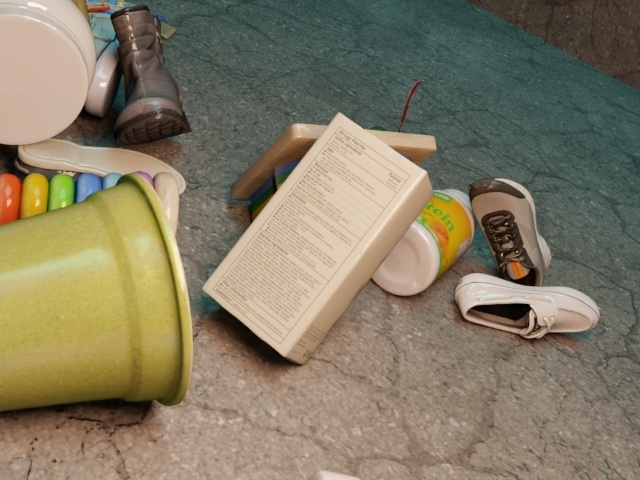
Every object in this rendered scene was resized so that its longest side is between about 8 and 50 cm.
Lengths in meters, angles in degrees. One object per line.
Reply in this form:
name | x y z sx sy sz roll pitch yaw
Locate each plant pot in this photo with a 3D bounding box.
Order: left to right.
plant pot | -0.309 0.078 0.968 0.253 0.276 0.276 -10 44 -26

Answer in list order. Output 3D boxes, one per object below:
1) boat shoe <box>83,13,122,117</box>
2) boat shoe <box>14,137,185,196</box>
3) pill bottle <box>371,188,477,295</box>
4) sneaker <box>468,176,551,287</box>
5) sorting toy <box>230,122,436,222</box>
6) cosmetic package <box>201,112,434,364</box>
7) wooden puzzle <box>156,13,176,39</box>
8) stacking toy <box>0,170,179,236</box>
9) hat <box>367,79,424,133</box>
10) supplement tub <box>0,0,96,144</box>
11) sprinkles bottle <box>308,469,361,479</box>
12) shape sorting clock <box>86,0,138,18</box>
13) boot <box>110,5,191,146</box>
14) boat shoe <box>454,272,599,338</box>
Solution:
boat shoe | -0.438 -0.344 1.604 0.156 0.136 0.367 16 30 -14
boat shoe | -0.338 -0.090 1.340 0.254 0.079 0.095 8 36 -20
pill bottle | 0.184 -0.009 1.509 0.136 0.136 0.245 34 33 16
sneaker | 0.338 -0.004 1.537 0.271 0.100 0.108 55 34 -34
sorting toy | 0.021 -0.087 1.422 0.257 0.255 0.089 1 71 -28
cosmetic package | 0.000 0.000 1.208 0.160 0.309 0.113 38 -4 20
wooden puzzle | -0.369 -0.479 1.969 0.078 0.014 0.116 30 32 3
stacking toy | -0.370 -0.046 1.212 0.330 0.141 0.141 7 35 -18
hat | 0.126 -0.205 1.720 0.172 0.184 0.208 9 34 -22
supplement tub | -0.473 -0.318 1.339 0.241 0.241 0.331 7 34 -25
sprinkles bottle | 0.148 0.350 0.961 0.355 0.121 0.121 17 32 -13
shape sorting clock | -0.467 -0.497 1.892 0.206 0.040 0.206 13 34 -9
boot | -0.295 -0.273 1.417 0.118 0.223 0.338 -14 8 -6
boat shoe | 0.352 0.128 1.475 0.258 0.095 0.084 8 37 -5
